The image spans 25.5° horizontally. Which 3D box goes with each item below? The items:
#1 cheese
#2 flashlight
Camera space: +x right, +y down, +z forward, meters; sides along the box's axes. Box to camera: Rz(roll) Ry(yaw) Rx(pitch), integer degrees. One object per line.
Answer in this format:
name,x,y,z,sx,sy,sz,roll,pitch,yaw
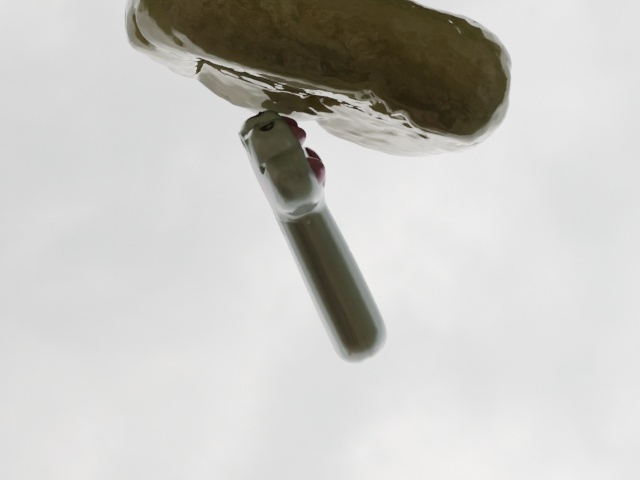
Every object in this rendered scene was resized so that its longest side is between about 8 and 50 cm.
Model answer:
cheese,-0.004,-0.130,0.952,0.262,0.159,0.093,18,-98,-3
flashlight,0.000,0.000,1.001,0.047,0.093,0.200,-27,-67,-5
